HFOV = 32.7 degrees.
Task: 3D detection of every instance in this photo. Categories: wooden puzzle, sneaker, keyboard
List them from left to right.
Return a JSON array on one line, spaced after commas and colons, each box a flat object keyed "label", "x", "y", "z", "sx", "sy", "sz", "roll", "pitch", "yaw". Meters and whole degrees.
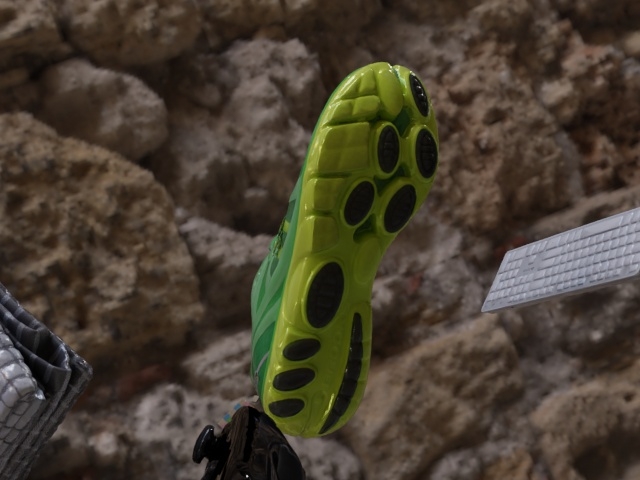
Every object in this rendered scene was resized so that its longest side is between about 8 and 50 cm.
[{"label": "wooden puzzle", "x": -0.110, "y": 0.242, "z": 1.469, "sx": 0.083, "sy": 0.006, "sz": 0.049, "roll": -43, "pitch": 34, "yaw": -12}, {"label": "sneaker", "x": 0.000, "y": 0.000, "z": 0.847, "sx": 0.109, "sy": 0.296, "sz": 0.123, "roll": 17, "pitch": 1, "yaw": -29}, {"label": "keyboard", "x": 0.222, "y": 0.020, "z": 0.988, "sx": 0.014, "sy": 0.072, "sz": 0.256, "roll": 25, "pitch": -18, "yaw": -15}]

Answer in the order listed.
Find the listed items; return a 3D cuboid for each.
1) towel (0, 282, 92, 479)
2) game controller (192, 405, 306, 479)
[{"label": "towel", "x": -0.368, "y": 0.149, "z": 1.022, "sx": 0.284, "sy": 0.235, "sz": 0.121, "roll": -53, "pitch": -23, "yaw": 16}, {"label": "game controller", "x": -0.094, "y": 0.238, "z": 0.535, "sx": 0.166, "sy": 0.067, "sz": 0.319, "roll": -33, "pitch": -32, "yaw": -81}]
